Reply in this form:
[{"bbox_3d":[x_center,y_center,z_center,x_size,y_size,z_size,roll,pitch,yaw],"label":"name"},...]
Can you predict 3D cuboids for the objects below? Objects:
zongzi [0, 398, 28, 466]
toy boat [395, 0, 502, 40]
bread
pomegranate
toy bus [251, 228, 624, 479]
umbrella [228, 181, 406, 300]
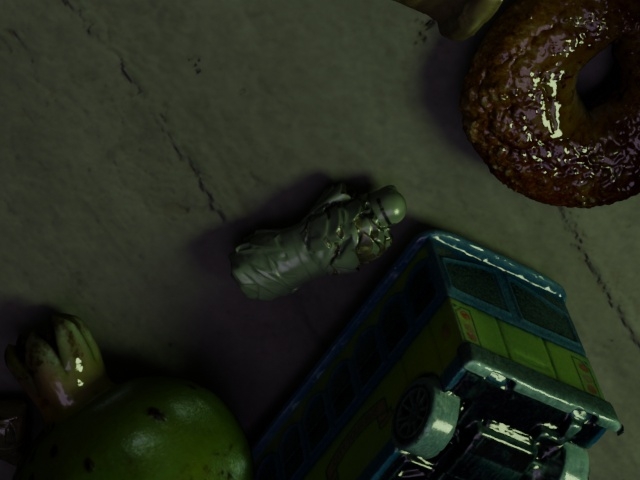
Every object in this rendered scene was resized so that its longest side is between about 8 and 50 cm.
[{"bbox_3d":[-0.276,0.159,1.308,0.076,0.040,0.083,6,141,-1],"label":"zongzi"},{"bbox_3d":[0.086,-0.196,1.008,0.061,0.188,0.116,24,119,-10],"label":"toy boat"},{"bbox_3d":[0.195,-0.103,1.153,0.193,0.064,0.193,-2,121,-4],"label":"bread"},{"bbox_3d":[-0.162,0.173,1.249,0.202,0.202,0.248,-31,91,15],"label":"pomegranate"},{"bbox_3d":[0.069,0.169,1.245,0.152,0.190,0.312,23,119,-25],"label":"toy bus"},{"bbox_3d":[0.000,0.000,1.211,0.143,0.062,0.067,-27,92,14],"label":"umbrella"}]
